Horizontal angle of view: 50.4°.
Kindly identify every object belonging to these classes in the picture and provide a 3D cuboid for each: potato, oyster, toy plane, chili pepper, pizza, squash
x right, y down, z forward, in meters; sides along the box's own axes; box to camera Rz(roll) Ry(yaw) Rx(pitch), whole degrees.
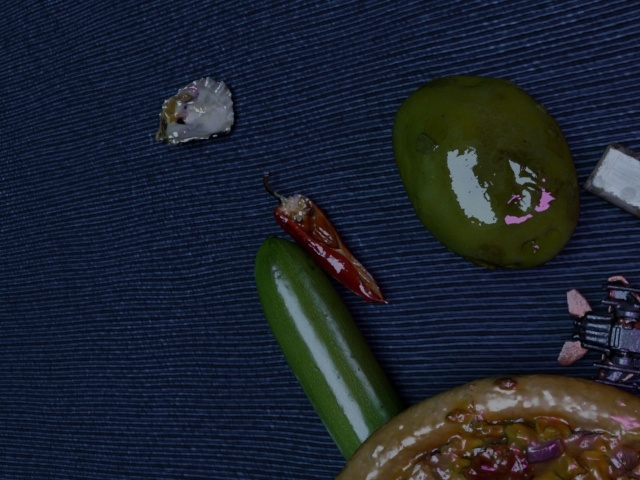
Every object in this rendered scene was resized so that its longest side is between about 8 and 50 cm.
[{"bbox_3d":[0.185,-0.083,0.775,0.186,0.148,0.253,-49,67,21],"label":"potato"},{"bbox_3d":[-0.194,-0.190,1.055,0.121,0.045,0.146,42,100,28],"label":"oyster"},{"bbox_3d":[0.354,0.107,0.717,0.189,0.061,0.130,7,90,30],"label":"toy plane"},{"bbox_3d":[0.000,0.000,0.936,0.268,0.059,0.050,45,150,21],"label":"chili pepper"},{"bbox_3d":[0.194,0.281,0.729,0.408,0.114,0.278,-13,96,16],"label":"pizza"},{"bbox_3d":[0.024,0.169,0.875,0.107,0.107,0.395,-38,74,23],"label":"squash"}]

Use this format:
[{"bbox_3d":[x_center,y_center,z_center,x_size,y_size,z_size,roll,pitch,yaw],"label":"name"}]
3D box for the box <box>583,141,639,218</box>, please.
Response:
[{"bbox_3d":[0.345,-0.060,0.741,0.098,0.045,0.062,33,104,26],"label":"box"}]
